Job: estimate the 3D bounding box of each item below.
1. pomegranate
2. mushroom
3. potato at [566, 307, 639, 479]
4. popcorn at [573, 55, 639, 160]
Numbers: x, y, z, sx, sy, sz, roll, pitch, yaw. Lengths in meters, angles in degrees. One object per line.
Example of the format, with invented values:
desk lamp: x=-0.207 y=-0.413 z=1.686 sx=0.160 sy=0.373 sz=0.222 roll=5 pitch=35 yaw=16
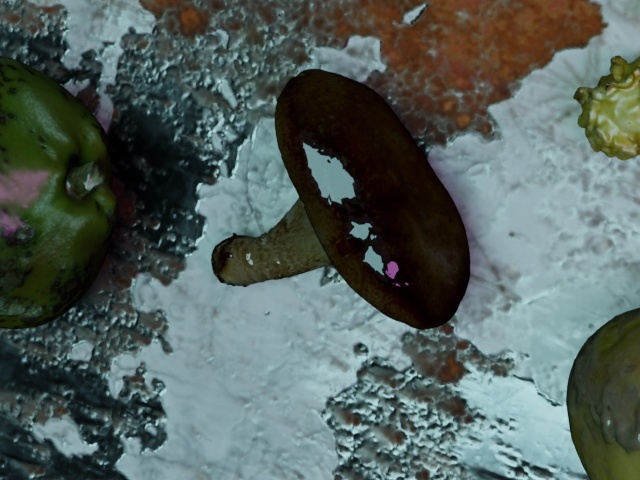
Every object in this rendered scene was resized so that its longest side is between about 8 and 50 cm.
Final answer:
pomegranate: x=-0.284 y=-0.032 z=1.350 sx=0.204 sy=0.276 sz=0.222 roll=7 pitch=75 yaw=-19
mushroom: x=0.000 y=0.000 z=1.283 sx=0.217 sy=0.148 sz=0.227 roll=-37 pitch=72 yaw=37
potato: x=0.304 y=0.146 z=1.140 sx=0.266 sy=0.229 sz=0.229 roll=11 pitch=98 yaw=22
popcorn: x=0.236 y=-0.102 z=1.212 sx=0.083 sy=0.057 sz=0.082 roll=17 pitch=107 yaw=14
